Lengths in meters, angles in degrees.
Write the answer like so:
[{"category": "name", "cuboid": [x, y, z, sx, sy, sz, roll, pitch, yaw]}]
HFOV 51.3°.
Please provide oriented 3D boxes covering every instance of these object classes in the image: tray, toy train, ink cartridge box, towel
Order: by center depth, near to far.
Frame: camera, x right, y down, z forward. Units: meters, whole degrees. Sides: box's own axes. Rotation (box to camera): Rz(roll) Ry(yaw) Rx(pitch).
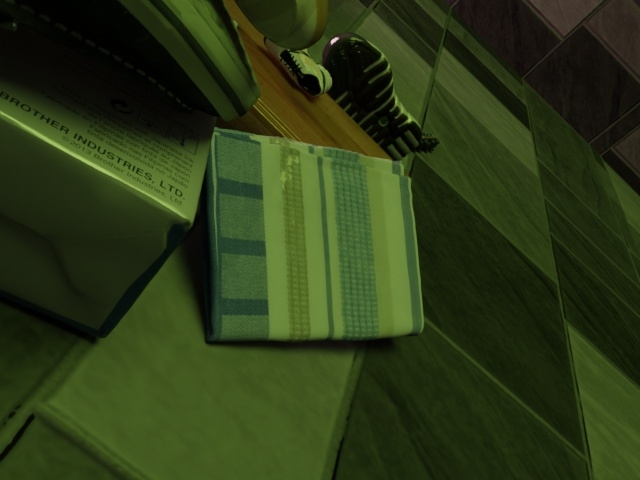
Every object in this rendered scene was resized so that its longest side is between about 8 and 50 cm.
[{"category": "ink cartridge box", "cuboid": [-0.223, -0.153, 0.552, 0.270, 0.151, 0.395, 31, 35, -24]}, {"category": "towel", "cuboid": [0.000, 0.000, 0.684, 0.285, 0.034, 0.209, 5, 75, -41]}, {"category": "tray", "cuboid": [-0.063, -0.174, 0.864, 0.411, 0.076, 0.203, 44, 29, -3]}, {"category": "toy train", "cuboid": [0.179, -0.184, 1.238, 0.036, 0.027, 0.158, 45, 28, 20]}]

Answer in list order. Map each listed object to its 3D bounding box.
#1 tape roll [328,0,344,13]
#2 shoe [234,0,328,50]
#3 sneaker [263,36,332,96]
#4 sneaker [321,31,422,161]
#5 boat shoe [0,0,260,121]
[{"category": "tape roll", "cuboid": [-0.043, -0.533, 1.157, 0.169, 0.246, 0.246, 14, 43, -45]}, {"category": "shoe", "cuboid": [-0.072, -0.207, 0.397, 0.058, 0.077, 0.219, -38, 102, -34]}, {"category": "sneaker", "cuboid": [-0.030, -0.230, 0.862, 0.109, 0.040, 0.043, 40, 32, -11]}, {"category": "sneaker", "cuboid": [0.051, -0.245, 1.052, 0.162, 0.106, 0.281, 58, 6, 37]}, {"category": "boat shoe", "cuboid": [-0.215, -0.202, 0.336, 0.500, 0.156, 0.186, 33, 27, -50]}]
